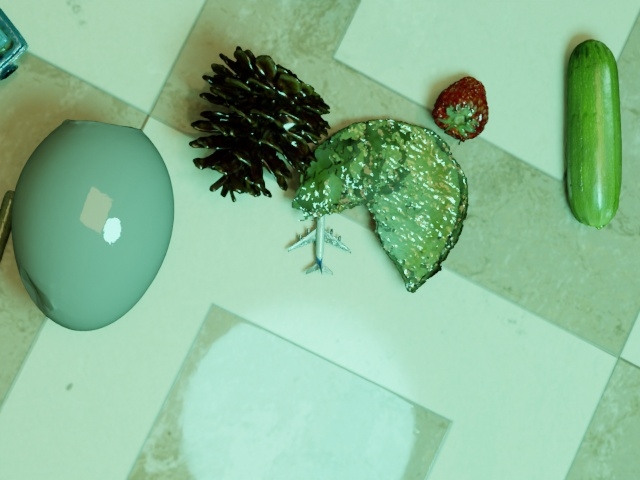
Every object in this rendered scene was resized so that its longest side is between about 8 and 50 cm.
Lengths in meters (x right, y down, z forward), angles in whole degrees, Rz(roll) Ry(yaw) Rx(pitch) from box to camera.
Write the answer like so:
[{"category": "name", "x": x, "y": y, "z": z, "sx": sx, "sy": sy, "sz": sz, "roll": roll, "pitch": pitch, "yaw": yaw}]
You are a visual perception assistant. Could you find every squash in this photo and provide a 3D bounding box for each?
[{"category": "squash", "x": 0.342, "y": -0.132, "z": 1.606, "sx": 0.069, "sy": 0.069, "sz": 0.239, "roll": 1, "pitch": 88, "yaw": -13}]

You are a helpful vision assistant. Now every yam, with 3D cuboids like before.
[{"category": "yam", "x": -0.366, "y": -0.001, "z": 1.463, "sx": 0.021, "sy": 0.021, "sz": 0.116, "roll": 16, "pitch": 86, "yaw": -12}]

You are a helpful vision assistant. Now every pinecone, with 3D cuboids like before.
[{"category": "pinecone", "x": -0.076, "y": -0.123, "z": 1.467, "sx": 0.163, "sy": 0.163, "sz": 0.165, "roll": 27, "pitch": 93, "yaw": -11}]

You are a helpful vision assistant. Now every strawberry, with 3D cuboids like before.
[{"category": "strawberry", "x": 0.175, "y": -0.164, "z": 1.576, "sx": 0.073, "sy": 0.073, "sz": 0.083, "roll": 29, "pitch": 46, "yaw": -10}]

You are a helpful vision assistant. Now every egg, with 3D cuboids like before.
[{"category": "egg", "x": -0.251, "y": -0.016, "z": 1.411, "sx": 0.176, "sy": 0.176, "sz": 0.232, "roll": 13, "pitch": 93, "yaw": -12}]

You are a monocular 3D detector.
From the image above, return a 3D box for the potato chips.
[{"category": "potato chips", "x": 0.077, "y": -0.054, "z": 1.553, "sx": 0.220, "sy": 0.029, "sz": 0.202, "roll": 22, "pitch": 77, "yaw": -18}]

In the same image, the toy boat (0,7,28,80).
[{"category": "toy boat", "x": -0.438, "y": -0.177, "z": 1.414, "sx": 0.238, "sy": 0.098, "sz": 0.109, "roll": -39, "pitch": 94, "yaw": -11}]

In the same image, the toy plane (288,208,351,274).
[{"category": "toy plane", "x": -0.001, "y": 0.001, "z": 1.545, "sx": 0.077, "sy": 0.024, "sz": 0.084, "roll": 2, "pitch": 81, "yaw": -12}]
